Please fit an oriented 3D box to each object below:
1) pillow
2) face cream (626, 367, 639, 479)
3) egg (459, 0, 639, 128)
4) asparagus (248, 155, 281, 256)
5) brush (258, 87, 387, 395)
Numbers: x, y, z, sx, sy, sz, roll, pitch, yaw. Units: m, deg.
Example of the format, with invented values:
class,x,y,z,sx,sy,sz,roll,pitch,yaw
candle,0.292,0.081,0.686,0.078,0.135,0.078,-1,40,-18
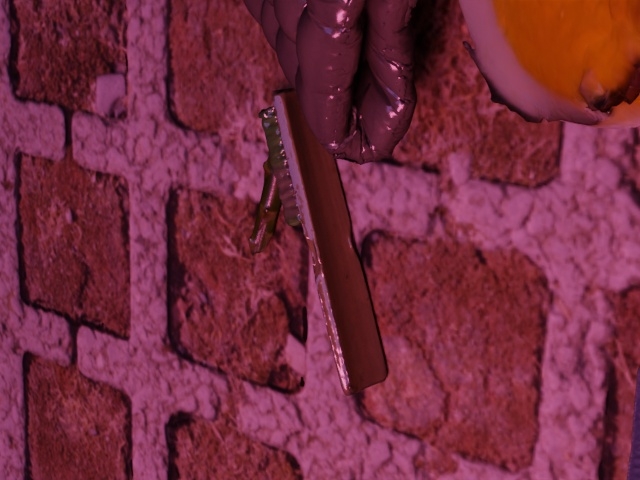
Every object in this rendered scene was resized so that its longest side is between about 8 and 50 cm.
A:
class,x,y,z,sx,sy,sz,roll,pitch,yaw
pillow,0.012,-0.237,0.845,0.326,0.101,0.228,102,151,-47
face cream,0.378,0.121,0.733,0.385,0.086,0.135,-13,48,39
egg,0.214,-0.239,0.706,0.337,0.201,0.337,170,90,-68
asparagus,-0.051,-0.034,1.084,0.025,0.021,0.108,33,120,33
brush,0.000,0.000,1.032,0.048,0.054,0.282,-14,92,49
